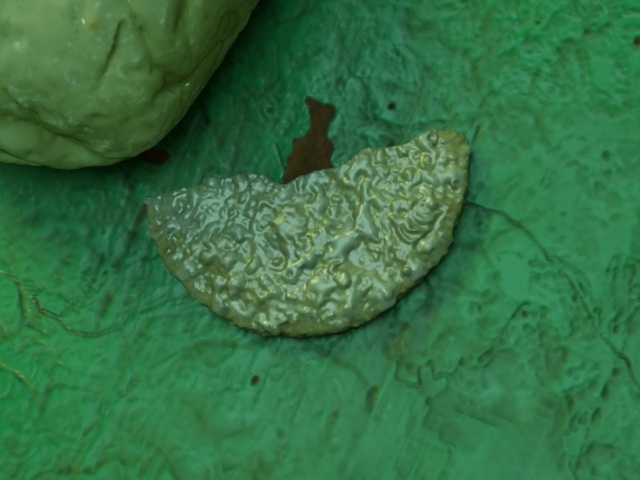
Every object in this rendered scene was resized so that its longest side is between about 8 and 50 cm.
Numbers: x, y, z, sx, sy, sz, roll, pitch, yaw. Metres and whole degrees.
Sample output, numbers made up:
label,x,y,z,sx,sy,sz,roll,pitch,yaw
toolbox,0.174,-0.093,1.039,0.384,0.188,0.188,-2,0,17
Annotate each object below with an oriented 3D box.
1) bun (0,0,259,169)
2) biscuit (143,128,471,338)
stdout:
label,x,y,z,sx,sy,sz,roll,pitch,yaw
bun,-0.196,-0.238,0.812,0.352,0.227,0.349,-7,75,8
biscuit,-0.003,0.004,0.824,0.250,0.032,0.133,-11,78,8
